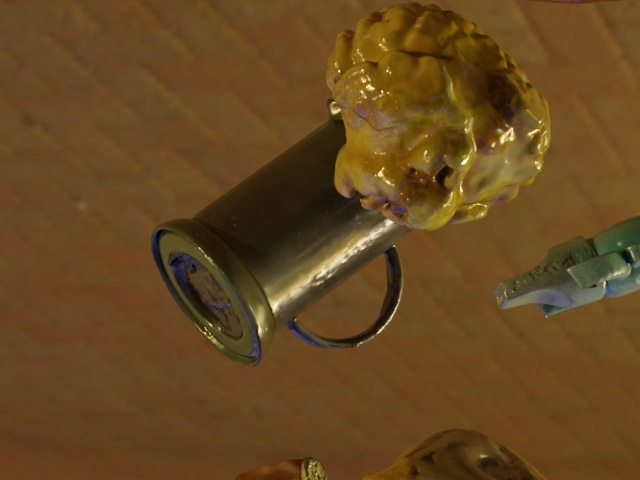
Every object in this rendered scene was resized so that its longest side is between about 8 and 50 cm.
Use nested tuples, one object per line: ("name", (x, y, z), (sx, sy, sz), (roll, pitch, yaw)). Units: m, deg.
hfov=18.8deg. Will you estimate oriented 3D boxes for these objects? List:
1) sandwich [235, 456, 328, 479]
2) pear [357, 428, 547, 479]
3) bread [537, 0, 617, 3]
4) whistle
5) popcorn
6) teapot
("sandwich", (-0.016, 0.153, 1.188), (0.083, 0.044, 0.031), (32, -166, 35))
("pear", (0.114, 0.304, 1.700), (0.271, 0.271, 0.271), (8, 166, 2))
("bread", (0.239, -0.310, 1.942), (0.152, 0.119, 0.288), (-26, -157, -35))
("whistle", (0.340, 0.028, 2.318), (0.274, 0.093, 0.186), (-18, 170, -11))
("popcorn", (0.097, -0.111, 1.833), (0.226, 0.200, 0.203), (20, 118, -48))
("teapot", (0.000, 0.000, 2.342), (0.270, 0.337, 0.200), (57, 157, -9))
